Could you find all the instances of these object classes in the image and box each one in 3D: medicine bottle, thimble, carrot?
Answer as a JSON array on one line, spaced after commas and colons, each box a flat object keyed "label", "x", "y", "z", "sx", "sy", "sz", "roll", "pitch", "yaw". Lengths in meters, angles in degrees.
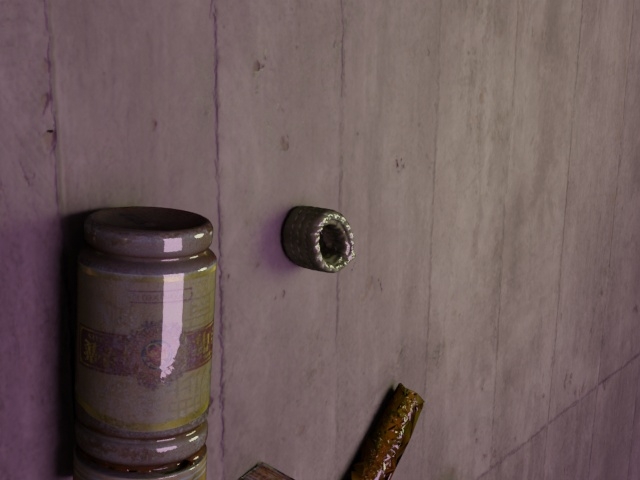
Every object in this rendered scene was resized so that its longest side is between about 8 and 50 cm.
[{"label": "medicine bottle", "x": -0.196, "y": 0.132, "z": 1.209, "sx": 0.151, "sy": 0.151, "sz": 0.322, "roll": -13, "pitch": 111, "yaw": -51}, {"label": "thimble", "x": 0.000, "y": 0.000, "z": 1.502, "sx": 0.110, "sy": 0.062, "sz": 0.084, "roll": 36, "pitch": 71, "yaw": -52}, {"label": "carrot", "x": 0.100, "y": 0.340, "z": 1.748, "sx": 0.228, "sy": 0.069, "sz": 0.069, "roll": -61, "pitch": 141, "yaw": -21}]

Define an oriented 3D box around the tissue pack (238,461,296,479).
[{"label": "tissue pack", "x": -0.045, "y": 0.386, "z": 1.498, "sx": 0.060, "sy": 0.148, "sz": 0.108, "roll": -25, "pitch": 120, "yaw": -39}]
